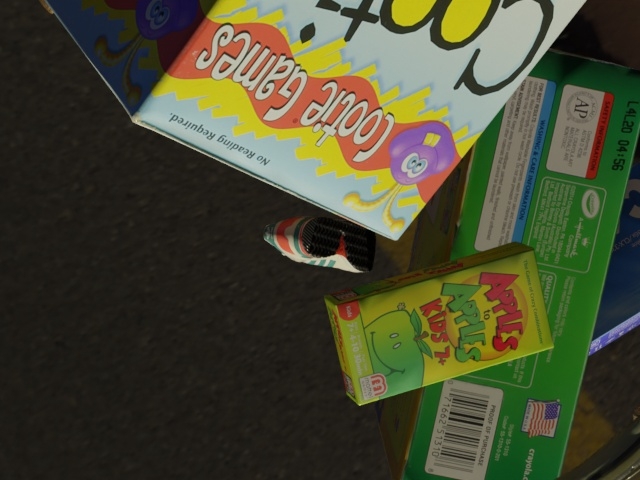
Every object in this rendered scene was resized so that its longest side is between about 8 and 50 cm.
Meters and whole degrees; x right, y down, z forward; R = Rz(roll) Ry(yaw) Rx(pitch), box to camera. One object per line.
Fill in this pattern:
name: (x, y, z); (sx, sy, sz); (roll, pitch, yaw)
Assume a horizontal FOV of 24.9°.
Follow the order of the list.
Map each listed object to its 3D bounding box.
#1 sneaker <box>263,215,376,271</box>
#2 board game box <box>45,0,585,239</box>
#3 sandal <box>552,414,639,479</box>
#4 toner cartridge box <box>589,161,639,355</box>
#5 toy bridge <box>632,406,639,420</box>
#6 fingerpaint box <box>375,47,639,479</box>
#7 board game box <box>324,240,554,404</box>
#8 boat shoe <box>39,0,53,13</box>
sneaker: (0.000, 0.000, 1.616); (0.075, 0.161, 0.057); (7, 86, 33)
board game box: (0.032, -0.163, 0.525); (0.275, 0.142, 0.144); (-53, 47, 14)
sandal: (0.293, 0.105, 1.156); (0.303, 0.120, 0.086); (-40, 67, 14)
toner cartridge box: (0.391, 0.006, 1.797); (0.348, 0.075, 0.165); (-31, 72, -5)
toy bridge: (0.353, 0.192, 1.353); (0.188, 0.026, 0.063); (-143, 39, -64)
fingerpaint box: (0.189, 0.024, 1.528); (0.163, 0.371, 0.445); (12, 95, -3)
board game box: (0.103, 0.070, 1.249); (0.181, 0.043, 0.092); (-15, 101, -11)
boat shoe: (-0.282, -0.295, 1.552); (0.063, 0.059, 0.170); (52, 165, 0)
